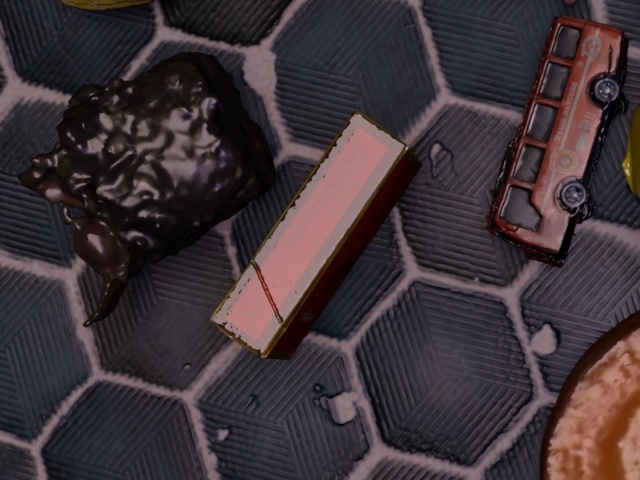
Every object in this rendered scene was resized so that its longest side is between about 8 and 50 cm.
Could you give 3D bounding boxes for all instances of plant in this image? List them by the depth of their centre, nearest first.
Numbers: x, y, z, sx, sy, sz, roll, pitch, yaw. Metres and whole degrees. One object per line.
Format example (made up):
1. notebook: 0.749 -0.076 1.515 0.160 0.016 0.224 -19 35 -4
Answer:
1. plant: -0.167 -0.069 1.826 0.234 0.178 0.204 -30 93 16

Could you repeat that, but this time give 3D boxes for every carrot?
1. carrot: 0.343 0.188 1.769 0.307 0.100 0.258 -40 79 6

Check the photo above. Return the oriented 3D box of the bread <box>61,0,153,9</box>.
1. bread: -0.198 -0.325 1.851 0.197 0.170 0.197 0 77 -1

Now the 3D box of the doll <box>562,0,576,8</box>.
1. doll: 0.238 -0.333 1.825 0.262 0.093 0.211 38 89 10

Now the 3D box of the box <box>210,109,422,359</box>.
1. box: -0.001 -0.001 1.805 0.074 0.153 0.240 34 91 5

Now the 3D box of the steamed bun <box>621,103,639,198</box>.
1. steamed bun: 0.461 -0.104 1.668 0.334 0.334 0.374 34 86 9

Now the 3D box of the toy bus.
1. toy bus: 0.232 -0.095 1.823 0.096 0.073 0.235 19 88 18
